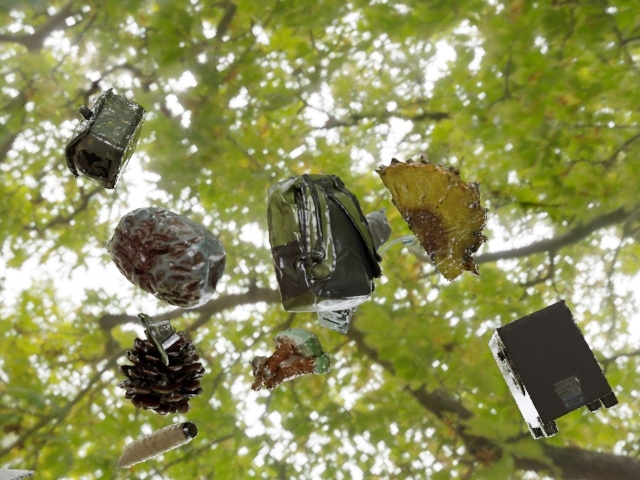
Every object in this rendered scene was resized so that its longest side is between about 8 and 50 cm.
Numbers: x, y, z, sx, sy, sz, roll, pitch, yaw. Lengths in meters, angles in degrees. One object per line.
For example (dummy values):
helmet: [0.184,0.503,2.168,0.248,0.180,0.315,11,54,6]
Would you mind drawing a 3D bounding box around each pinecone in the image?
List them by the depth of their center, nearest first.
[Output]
pinecone: [-0.355,0.288,1.940,0.207,0.207,0.208,37,-32,29]

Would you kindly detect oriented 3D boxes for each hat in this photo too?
hat: [-0.289,0.171,1.576,0.121,0.050,0.121,59,-9,15]

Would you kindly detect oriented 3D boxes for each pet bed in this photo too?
pet bed: [-0.551,-0.261,2.171,0.159,0.211,0.183,23,-45,-8]

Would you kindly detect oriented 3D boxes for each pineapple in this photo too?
pineapple: [0.239,-0.072,1.688,0.335,0.161,0.158,52,10,-22]

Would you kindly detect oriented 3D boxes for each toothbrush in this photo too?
toothbrush: [0.122,0.025,1.983,0.022,0.262,0.026,39,-48,37]

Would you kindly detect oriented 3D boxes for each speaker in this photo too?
speaker: [0.508,0.293,1.928,0.232,0.184,0.254,65,1,-75]

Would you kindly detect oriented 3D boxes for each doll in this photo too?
doll: [0.098,0.009,1.812,0.079,0.180,0.094,18,-14,14]

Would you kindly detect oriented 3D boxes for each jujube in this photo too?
jujube: [-0.388,0.040,2.182,0.316,0.226,0.226,21,-40,27]

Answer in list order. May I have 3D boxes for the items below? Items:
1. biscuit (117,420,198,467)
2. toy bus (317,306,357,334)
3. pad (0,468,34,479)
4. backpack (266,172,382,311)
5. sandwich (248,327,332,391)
biscuit: [-0.383,0.475,2.008,0.219,0.061,0.055,-27,-79,23]
toy bus: [0.035,0.166,2.144,0.091,0.079,0.160,19,-21,12]
pad: [-0.774,0.496,1.798,0.270,0.268,0.012,56,37,-82]
backpack: [0.000,0.000,1.528,0.140,0.207,0.254,-21,-102,40]
sandwich: [-0.079,0.277,1.994,0.184,0.159,0.109,-11,-81,61]
